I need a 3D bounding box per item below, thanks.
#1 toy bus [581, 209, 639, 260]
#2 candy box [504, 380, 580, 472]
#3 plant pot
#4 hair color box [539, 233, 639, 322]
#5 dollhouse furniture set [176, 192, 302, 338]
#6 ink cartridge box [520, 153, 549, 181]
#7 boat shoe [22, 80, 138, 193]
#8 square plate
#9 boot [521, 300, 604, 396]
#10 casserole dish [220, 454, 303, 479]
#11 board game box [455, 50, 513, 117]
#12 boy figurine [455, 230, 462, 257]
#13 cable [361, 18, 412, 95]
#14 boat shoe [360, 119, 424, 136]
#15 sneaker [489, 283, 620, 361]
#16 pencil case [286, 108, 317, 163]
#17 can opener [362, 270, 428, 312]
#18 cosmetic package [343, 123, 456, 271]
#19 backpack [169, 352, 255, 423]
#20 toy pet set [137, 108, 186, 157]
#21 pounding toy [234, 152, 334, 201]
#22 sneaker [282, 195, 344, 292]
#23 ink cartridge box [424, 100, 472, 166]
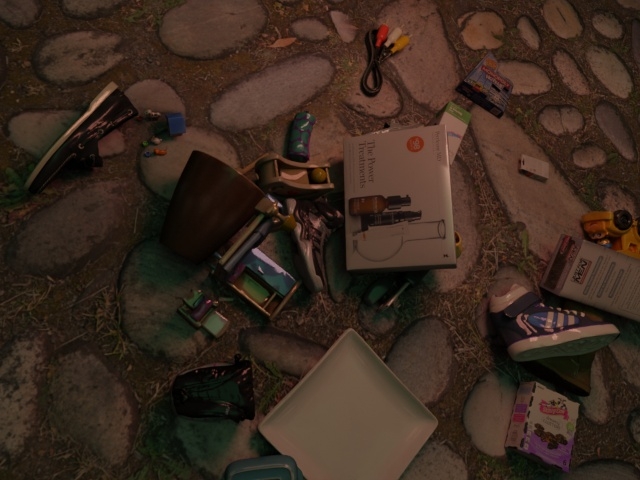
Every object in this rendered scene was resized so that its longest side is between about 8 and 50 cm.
[{"bbox_3d":[0.995,0.015,1.619,0.221,0.149,0.211,15,85,-12],"label":"toy bus"},{"bbox_3d":[0.628,0.521,1.357,0.165,0.070,0.196,27,67,-9],"label":"candy box"},{"bbox_3d":[-0.282,-0.063,1.178,0.215,0.215,0.230,32,80,-7],"label":"plant pot"},{"bbox_3d":[0.909,0.127,1.512,0.375,0.113,0.185,18,99,-12],"label":"hair color box"},{"bbox_3d":[-0.154,0.093,1.100,0.198,0.303,0.286,39,65,-3],"label":"dollhouse furniture set"},{"bbox_3d":[0.735,-0.252,1.665,0.115,0.029,0.062,15,69,-13],"label":"ink cartridge box"},{"bbox_3d":[-0.568,-0.229,1.167,0.113,0.127,0.340,42,60,-28],"label":"boat shoe"},{"bbox_3d":[0.076,0.460,1.201,0.347,0.049,0.344,47,64,0],"label":"square plate"},{"bbox_3d":[0.735,0.302,1.462,0.236,0.089,0.269,31,62,-6],"label":"boot"},{"bbox_3d":[-0.132,0.551,1.082,0.189,0.037,0.114,-4,84,-6],"label":"casserole dish"},{"bbox_3d":[0.598,-0.564,1.701,0.194,0.060,0.194,30,67,-8],"label":"board game box"},{"bbox_3d":[0.277,-0.045,1.365,0.177,0.092,0.285,-35,65,-19],"label":"boy figurine"},{"bbox_3d":[0.190,-0.609,1.570,0.140,0.072,0.287,29,66,-2],"label":"cable"},{"bbox_3d":[0.222,-0.332,1.487,0.228,0.079,0.081,-24,86,-21],"label":"boat shoe"},{"bbox_3d":[0.656,0.209,1.393,0.323,0.130,0.236,-9,51,-2],"label":"sneaker"},{"bbox_3d":[-0.053,-0.298,1.391,0.070,0.064,0.151,6,70,9],"label":"pencil case"},{"bbox_3d":[0.240,0.100,1.358,0.280,0.074,0.093,-39,87,-25],"label":"can opener"},{"bbox_3d":[0.211,-0.106,1.300,0.285,0.097,0.376,-4,79,15],"label":"cosmetic package"},{"bbox_3d":[-0.247,0.349,1.091,0.182,0.115,0.151,-1,62,-18],"label":"backpack"},{"bbox_3d":[-0.416,-0.294,1.266,0.114,0.065,0.122,-13,78,-22],"label":"toy pet set"},{"bbox_3d":[-0.104,-0.196,1.292,0.270,0.154,0.154,-4,75,-20],"label":"pounding toy"},{"bbox_3d":[0.000,0.000,1.292,0.153,0.101,0.268,-13,75,-19],"label":"sneaker"},{"bbox_3d":[0.360,-0.295,1.481,0.093,0.154,0.212,29,67,-8],"label":"ink cartridge box"}]
